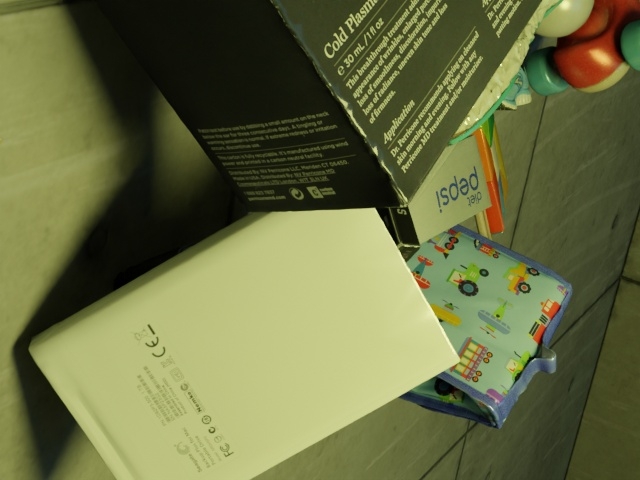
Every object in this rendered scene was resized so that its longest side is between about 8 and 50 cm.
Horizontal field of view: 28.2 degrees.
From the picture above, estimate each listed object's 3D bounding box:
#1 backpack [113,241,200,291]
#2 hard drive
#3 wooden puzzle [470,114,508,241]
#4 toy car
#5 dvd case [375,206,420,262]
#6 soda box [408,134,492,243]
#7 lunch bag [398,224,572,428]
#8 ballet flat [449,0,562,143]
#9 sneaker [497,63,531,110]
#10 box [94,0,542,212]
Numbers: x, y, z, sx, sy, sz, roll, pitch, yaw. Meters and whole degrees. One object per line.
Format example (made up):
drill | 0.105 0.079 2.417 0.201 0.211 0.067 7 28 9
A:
backpack | -0.091 0.087 1.186 0.158 0.117 0.173 -13 82 -62
hard drive | -0.062 0.093 1.089 0.203 0.307 0.040 60 2 -17
wooden puzzle | 0.223 -0.108 1.727 0.221 0.044 0.239 -70 153 -61
toy car | 0.365 -0.355 1.857 0.238 0.219 0.210 35 63 -32
dvd case | 0.000 0.000 1.228 0.029 0.179 0.239 8 141 -32
soda box | 0.086 -0.044 1.498 0.286 0.091 0.098 -25 104 -49
lunch bag | 0.161 0.094 1.593 0.221 0.293 0.138 -52 151 -33
ballet flat | 0.203 -0.285 1.628 0.409 0.147 0.147 -54 152 -38
sneaker | 0.265 -0.230 1.870 0.162 0.063 0.073 -31 121 -63
box | 0.007 -0.249 0.991 0.343 0.179 0.312 -55 126 -31
